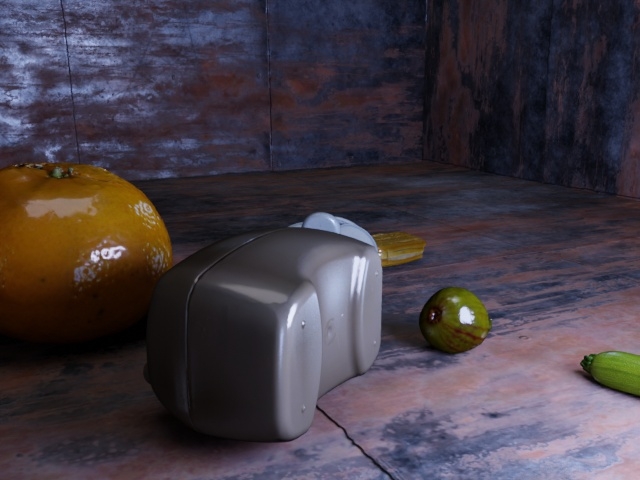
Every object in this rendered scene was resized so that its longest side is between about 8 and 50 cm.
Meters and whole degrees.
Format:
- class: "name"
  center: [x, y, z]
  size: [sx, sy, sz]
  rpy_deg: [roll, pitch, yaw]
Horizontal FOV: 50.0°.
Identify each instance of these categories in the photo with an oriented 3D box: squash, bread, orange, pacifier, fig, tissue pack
- class: "squash"
  center: [0.528, 0.220, 1.069]
  size: [0.258, 0.069, 0.069]
  rpy_deg: [13, 19, 43]
- class: "bread"
  center: [0.191, 0.024, 1.876]
  size: [0.200, 0.077, 0.116]
  rpy_deg: [-9, 14, -38]
- class: "orange"
  center: [-0.505, 0.014, 1.354]
  size: [0.423, 0.326, 0.424]
  rpy_deg: [7, 15, -2]
- class: "pacifier"
  center: [0.000, 0.000, 1.670]
  size: [0.279, 0.207, 0.227]
  rpy_deg: [2, 57, 9]
- class: "fig"
  center: [0.280, 0.161, 1.306]
  size: [0.124, 0.124, 0.236]
  rpy_deg: [11, -6, 39]
- class: "tissue pack"
  center: [-0.085, 0.121, 1.051]
  size: [0.276, 0.267, 0.387]
  rpy_deg: [10, 18, 23]
